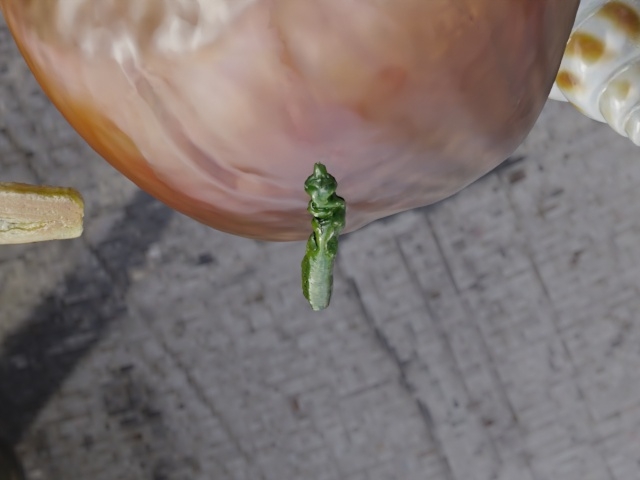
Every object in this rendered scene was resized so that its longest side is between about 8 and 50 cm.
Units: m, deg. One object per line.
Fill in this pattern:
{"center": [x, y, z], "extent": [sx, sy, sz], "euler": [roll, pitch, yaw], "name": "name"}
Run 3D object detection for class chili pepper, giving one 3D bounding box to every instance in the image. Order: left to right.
{"center": [0.000, 0.000, 0.899], "extent": [0.022, 0.027, 0.083], "euler": [12, 128, 10], "name": "chili pepper"}

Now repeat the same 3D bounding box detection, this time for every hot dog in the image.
{"center": [-0.213, -0.019, 1.153], "extent": [0.137, 0.028, 0.044], "euler": [1, 109, -1], "name": "hot dog"}

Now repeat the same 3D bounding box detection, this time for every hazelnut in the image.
{"center": [-0.007, -0.166, 1.115], "extent": [0.372, 0.315, 0.372], "euler": [-9, 120, -16], "name": "hazelnut"}

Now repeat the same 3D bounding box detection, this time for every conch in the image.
{"center": [0.205, -0.197, 1.434], "extent": [0.182, 0.275, 0.149], "euler": [-20, 180, 6], "name": "conch"}
